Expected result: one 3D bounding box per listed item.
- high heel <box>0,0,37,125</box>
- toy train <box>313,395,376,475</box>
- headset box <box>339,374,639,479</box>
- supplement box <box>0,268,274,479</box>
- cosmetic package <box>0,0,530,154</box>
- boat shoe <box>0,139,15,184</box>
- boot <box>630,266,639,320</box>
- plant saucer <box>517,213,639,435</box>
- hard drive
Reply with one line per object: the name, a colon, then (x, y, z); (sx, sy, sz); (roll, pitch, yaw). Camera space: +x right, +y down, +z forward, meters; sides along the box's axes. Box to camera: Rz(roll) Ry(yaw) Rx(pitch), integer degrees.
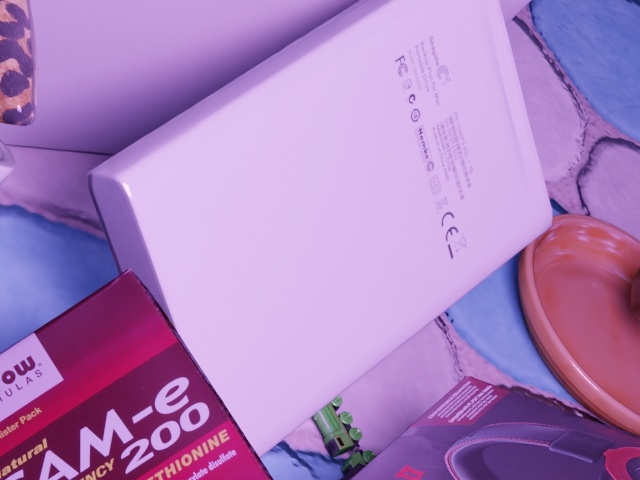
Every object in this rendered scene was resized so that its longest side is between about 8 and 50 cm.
high heel: (-0.266, -0.146, 1.059); (0.186, 0.093, 0.261); (1, 41, -40)
toy train: (0.012, 0.122, 1.244); (0.024, 0.017, 0.083); (-16, 66, -39)
headset box: (0.129, 0.197, 1.111); (0.293, 0.110, 0.218); (19, 29, 25)
supplement box: (-0.082, 0.150, 1.018); (0.239, 0.130, 0.073); (55, -5, 15)
cosmetic package: (-0.078, -0.170, 1.280); (0.385, 0.217, 0.156); (7, 49, -43)
boat shoe: (-0.312, -0.094, 1.073); (0.302, 0.091, 0.114); (37, 7, -5)
boot: (0.375, 0.092, 1.413); (0.220, 0.109, 0.283); (17, 3, -26)
plant saucer: (0.222, 0.069, 1.483); (0.200, 0.037, 0.200); (26, 39, -23)
hard drive: (0.013, -0.023, 1.193); (0.307, 0.040, 0.203); (-35, 121, -33)
